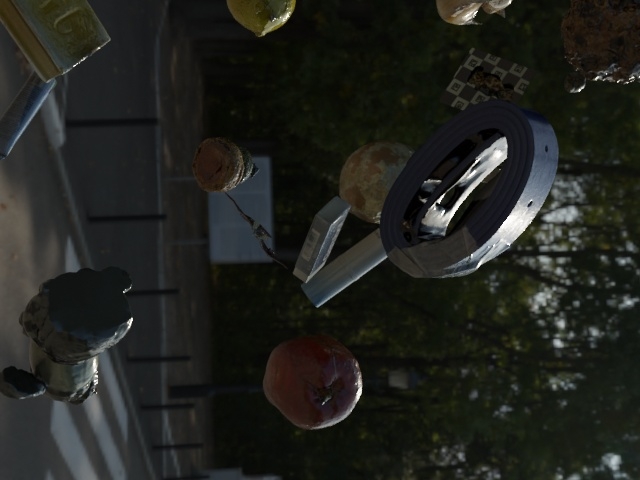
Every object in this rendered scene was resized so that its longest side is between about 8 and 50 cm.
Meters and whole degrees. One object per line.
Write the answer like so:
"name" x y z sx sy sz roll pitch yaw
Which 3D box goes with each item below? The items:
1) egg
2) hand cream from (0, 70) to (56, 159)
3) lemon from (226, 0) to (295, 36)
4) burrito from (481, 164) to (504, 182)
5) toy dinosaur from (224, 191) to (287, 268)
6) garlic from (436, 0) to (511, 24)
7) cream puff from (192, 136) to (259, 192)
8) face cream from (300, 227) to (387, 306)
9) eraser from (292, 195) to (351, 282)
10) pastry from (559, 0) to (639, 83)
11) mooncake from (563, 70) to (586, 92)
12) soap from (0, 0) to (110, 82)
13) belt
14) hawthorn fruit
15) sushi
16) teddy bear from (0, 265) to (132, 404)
"egg" 0.150 -0.145 1.997 0.245 0.203 0.203 -37 137 -48
"hand cream" -0.655 -0.283 1.808 0.256 0.088 0.055 -63 153 -23
"lemon" -0.145 -0.597 1.997 0.173 0.174 0.206 104 -16 -67
"burrito" 0.380 -0.165 2.013 0.041 0.149 0.055 37 62 -66
"toy dinosaur" -0.142 -0.024 1.848 0.220 0.032 0.108 54 0 -3
"garlic" 0.506 -0.793 2.602 0.286 0.250 0.313 -64 -177 2
"cream puff" -0.280 -0.231 2.584 0.183 0.169 0.183 -1 -91 39
"face cream" 0.070 0.070 2.128 0.077 0.250 0.077 54 4 -6
"eraser" 0.000 0.000 1.901 0.092 0.046 0.212 -44 164 -43
"pastry" 0.701 -0.510 1.972 0.193 0.275 0.274 -50 151 -47
"mooncake" 0.581 -0.321 2.159 0.057 0.150 0.346 80 30 -56
"soap" -0.554 -0.471 1.630 0.274 0.089 0.173 58 40 -24
"belt" 0.258 -0.082 1.442 0.347 0.117 0.212 -51 -117 24
"hawthorn fruit" -0.015 0.358 2.109 0.262 0.258 0.258 -12 -103 43
"sushi" 0.484 -0.433 2.394 0.192 0.215 0.050 -59 152 -6
"teddy bear" -0.396 0.151 1.233 0.144 0.171 0.251 51 -58 19
